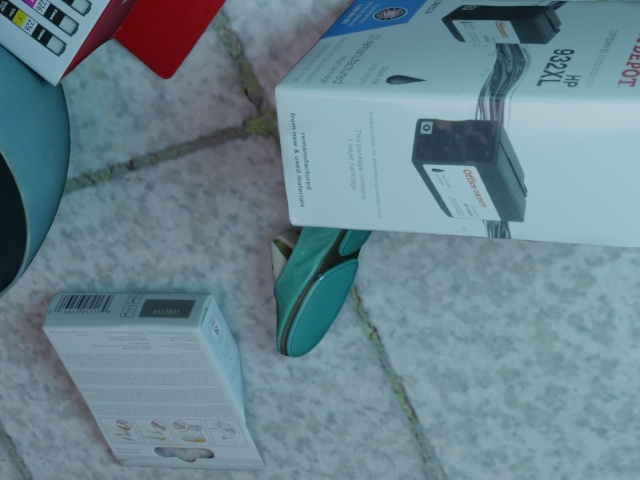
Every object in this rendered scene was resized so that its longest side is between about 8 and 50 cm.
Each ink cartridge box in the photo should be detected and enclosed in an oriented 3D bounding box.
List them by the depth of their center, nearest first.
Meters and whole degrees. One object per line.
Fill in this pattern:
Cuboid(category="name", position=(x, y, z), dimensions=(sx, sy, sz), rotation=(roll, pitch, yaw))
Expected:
Cuboid(category="ink cartridge box", position=(0.146, -0.104, 1.245), dimensions=(0.307, 0.223, 0.129), rotation=(4, 118, 20))
Cuboid(category="ink cartridge box", position=(-0.187, -0.302, 1.325), dimensions=(0.272, 0.130, 0.309), rotation=(38, 124, -3))
Cuboid(category="ink cartridge box", position=(-0.169, 0.151, 1.630), dimensions=(0.189, 0.066, 0.232), rotation=(-1, 138, 22))

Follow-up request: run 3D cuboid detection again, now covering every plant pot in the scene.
Cuboid(category="plant pot", position=(-0.351, -0.107, 1.448), dimensions=(0.290, 0.195, 0.290), rotation=(15, 130, 18))

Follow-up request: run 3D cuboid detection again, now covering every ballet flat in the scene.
Cuboid(category="ballet flat", position=(0.000, 0.000, 1.459), dimensions=(0.087, 0.083, 0.247), rotation=(44, 128, 24))
